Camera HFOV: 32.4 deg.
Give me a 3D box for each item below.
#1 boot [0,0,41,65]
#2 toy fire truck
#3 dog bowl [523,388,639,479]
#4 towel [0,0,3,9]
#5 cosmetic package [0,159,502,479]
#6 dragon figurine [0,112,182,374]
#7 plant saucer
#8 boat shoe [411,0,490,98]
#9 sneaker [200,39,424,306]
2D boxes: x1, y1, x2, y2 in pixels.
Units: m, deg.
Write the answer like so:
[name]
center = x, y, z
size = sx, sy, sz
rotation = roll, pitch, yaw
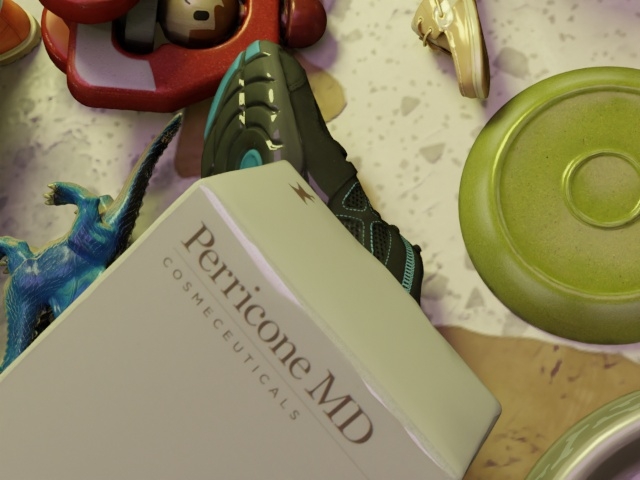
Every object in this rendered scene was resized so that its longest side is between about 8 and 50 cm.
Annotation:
[boot]
center = -0.347, -0.181, 1.021
size = 0.158, 0.084, 0.059
rotation = -31, 73, 3
[toy fire truck]
center = -0.118, -0.260, 0.970
size = 0.253, 0.169, 0.302
rotation = 3, 75, -7
[dog bowl]
center = 0.287, 0.262, 0.761
size = 0.348, 0.102, 0.349
rotation = -3, 74, 10
[towel]
center = -0.432, -0.126, 0.994
size = 0.324, 0.038, 0.248
rotation = 7, 81, 30
[cosmetic package]
center = -0.129, 0.181, 0.739
size = 0.453, 0.161, 0.230
rotation = -43, 84, 18
[dragon figurine]
center = -0.192, 0.031, 0.928
size = 0.289, 0.085, 0.144
rotation = -38, 71, -1
[plant saucer]
center = 0.231, -0.037, 0.891
size = 0.241, 0.037, 0.241
rotation = -3, 74, 11
[boat shoe]
center = 0.107, -0.191, 0.949
size = 0.059, 0.063, 0.170
rotation = -13, 63, 10
[sneaker]
center = 0.000, 0.000, 0.888
size = 0.139, 0.125, 0.341
rotation = -2, 71, -35
